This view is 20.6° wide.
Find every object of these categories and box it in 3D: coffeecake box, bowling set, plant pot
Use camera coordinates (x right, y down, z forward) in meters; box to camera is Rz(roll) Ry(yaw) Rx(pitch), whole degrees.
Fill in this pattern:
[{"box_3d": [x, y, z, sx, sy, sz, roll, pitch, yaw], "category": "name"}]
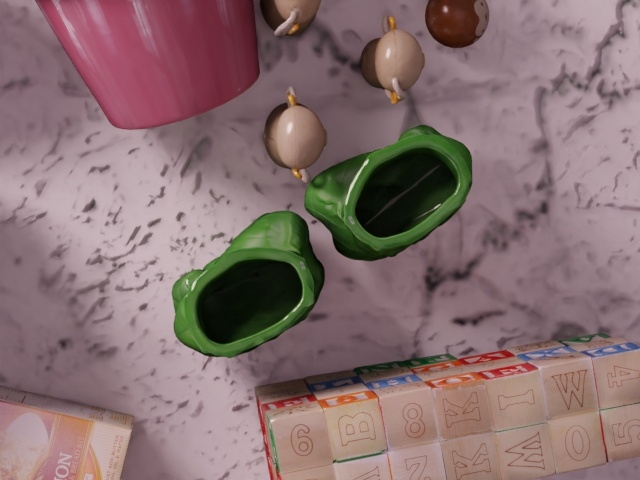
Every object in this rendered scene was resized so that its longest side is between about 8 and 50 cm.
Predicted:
[{"box_3d": [-0.260, 0.197, 1.447, 0.186, 0.068, 0.142, 13, 93, -5], "category": "coffeecake box"}, {"box_3d": [0.042, -0.198, 1.406, 0.200, 0.154, 0.287, -8, 94, -4], "category": "bowling set"}, {"box_3d": [-0.134, -0.194, 1.382, 0.201, 0.201, 0.180, -19, 110, -3], "category": "plant pot"}]

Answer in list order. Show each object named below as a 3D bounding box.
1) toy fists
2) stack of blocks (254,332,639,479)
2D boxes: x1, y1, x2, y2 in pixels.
[{"box_3d": [0.000, 0.000, 1.423, 0.279, 0.142, 0.096, -35, 86, -2], "category": "toy fists"}, {"box_3d": [0.103, 0.145, 1.423, 0.297, 0.171, 0.087, -10, 94, -5], "category": "stack of blocks"}]
